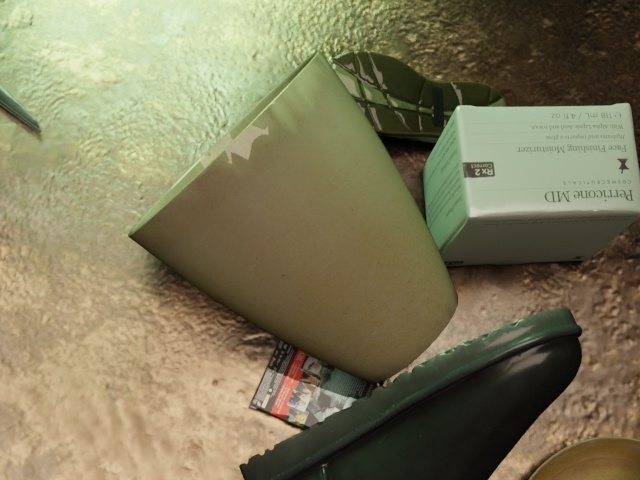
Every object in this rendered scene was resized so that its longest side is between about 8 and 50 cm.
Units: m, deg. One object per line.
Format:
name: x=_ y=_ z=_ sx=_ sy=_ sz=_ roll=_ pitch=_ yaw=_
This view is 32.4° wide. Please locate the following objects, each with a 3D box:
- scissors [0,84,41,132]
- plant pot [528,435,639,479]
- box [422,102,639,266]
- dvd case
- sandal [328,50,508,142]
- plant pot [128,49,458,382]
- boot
scissors: x=-0.422 y=-0.211 z=1.197 sx=0.109 sy=0.021 sz=0.297 roll=-32 pitch=81 yaw=-16
plant pot: x=0.300 y=0.319 z=1.117 sx=0.236 sy=0.032 sz=0.236 roll=2 pitch=73 yaw=-6
box: x=0.211 y=-0.053 z=1.135 sx=0.180 sy=0.182 sz=0.119 roll=-2 pitch=74 yaw=-7
dvd case: x=-0.002 y=0.156 z=1.139 sx=0.119 sy=0.013 sz=0.087 roll=23 pitch=73 yaw=2
sandal: x=0.103 y=-0.150 z=1.220 sx=0.219 sy=0.060 sz=0.090 roll=5 pitch=79 yaw=-20
plant pot: x=0.000 y=0.000 z=1.083 sx=0.274 sy=0.256 sz=0.256 roll=45 pitch=74 yaw=-10
boot: x=0.166 y=0.332 z=0.986 sx=0.367 sy=0.146 sz=0.445 roll=-32 pitch=73 yaw=21
